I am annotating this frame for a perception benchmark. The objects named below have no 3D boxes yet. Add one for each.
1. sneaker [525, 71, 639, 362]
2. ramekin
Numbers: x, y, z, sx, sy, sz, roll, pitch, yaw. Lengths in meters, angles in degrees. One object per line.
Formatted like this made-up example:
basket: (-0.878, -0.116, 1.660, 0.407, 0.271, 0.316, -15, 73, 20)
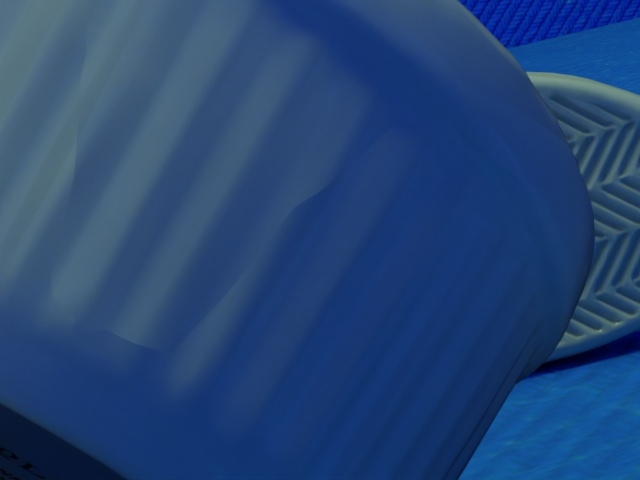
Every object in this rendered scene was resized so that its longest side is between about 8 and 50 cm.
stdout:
sneaker: (0.000, 0.000, 0.842, 0.350, 0.131, 0.148, -8, 4, 4)
ramekin: (-0.077, 0.010, 0.491, 0.273, 0.273, 0.127, -3, 53, 47)
